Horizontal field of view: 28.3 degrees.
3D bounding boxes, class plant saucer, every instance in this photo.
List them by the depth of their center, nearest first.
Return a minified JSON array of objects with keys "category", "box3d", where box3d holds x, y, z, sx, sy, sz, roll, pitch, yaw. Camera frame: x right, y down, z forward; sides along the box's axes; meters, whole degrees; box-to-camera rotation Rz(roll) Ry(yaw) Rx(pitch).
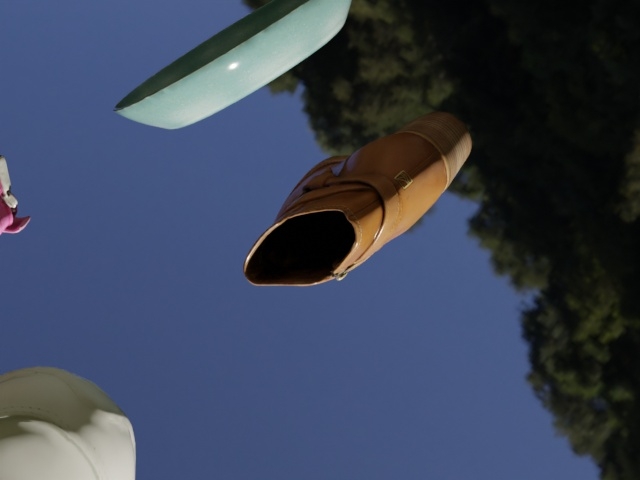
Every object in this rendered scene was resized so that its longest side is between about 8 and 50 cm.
[{"category":"plant saucer","box3d":[-0.032,-0.078,0.537,0.021,0.119,0.119,59,-146,-14]}]

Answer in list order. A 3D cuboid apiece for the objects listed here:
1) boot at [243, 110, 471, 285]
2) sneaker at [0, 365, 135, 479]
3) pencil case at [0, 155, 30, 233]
[{"category":"boot","box3d":[0.000,0.000,1.158,0.109,0.283,0.220,56,-140,-6]},{"category":"sneaker","box3d":[-0.174,0.189,0.497,0.114,0.305,0.152,37,-178,-12]},{"category":"pencil case","box3d":[-0.264,-0.088,0.830,0.098,0.209,0.095,1,-143,16]}]
